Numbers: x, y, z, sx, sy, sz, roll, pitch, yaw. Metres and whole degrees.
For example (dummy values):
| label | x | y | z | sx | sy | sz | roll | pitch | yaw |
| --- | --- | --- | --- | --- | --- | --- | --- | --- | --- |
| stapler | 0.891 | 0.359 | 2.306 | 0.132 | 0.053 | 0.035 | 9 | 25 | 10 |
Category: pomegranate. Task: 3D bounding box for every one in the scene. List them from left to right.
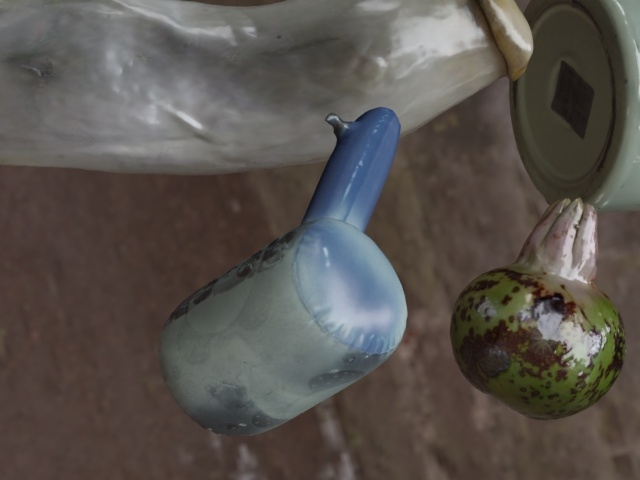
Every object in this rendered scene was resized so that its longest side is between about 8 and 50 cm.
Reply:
| label | x | y | z | sx | sy | sz | roll | pitch | yaw |
| --- | --- | --- | --- | --- | --- | --- | --- | --- | --- |
| pomegranate | 0.162 | 0.054 | 1.463 | 0.138 | 0.125 | 0.163 | 11 | 71 | -45 |

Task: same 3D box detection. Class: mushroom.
| label | x | y | z | sx | sy | sz | roll | pitch | yaw |
| --- | --- | --- | --- | --- | --- | --- | --- | --- | --- |
| mushroom | -0.059 | -0.089 | 1.069 | 0.097 | 0.351 | 0.109 | 73 | 13 | -69 |

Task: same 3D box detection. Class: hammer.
| label | x | y | z | sx | sy | sz | roll | pitch | yaw |
| --- | --- | --- | --- | --- | --- | --- | --- | --- | --- |
| hammer | 0.000 | 0.000 | 0.877 | 0.069 | 0.116 | 0.194 | 42 | 40 | -17 |

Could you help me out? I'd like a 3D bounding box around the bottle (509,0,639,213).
| label | x | y | z | sx | sy | sz | roll | pitch | yaw |
| --- | --- | --- | --- | --- | --- | --- | --- | --- | --- |
| bottle | 0.357 | -0.142 | 1.713 | 0.229 | 0.351 | 0.229 | 174 | -90 | -65 |
